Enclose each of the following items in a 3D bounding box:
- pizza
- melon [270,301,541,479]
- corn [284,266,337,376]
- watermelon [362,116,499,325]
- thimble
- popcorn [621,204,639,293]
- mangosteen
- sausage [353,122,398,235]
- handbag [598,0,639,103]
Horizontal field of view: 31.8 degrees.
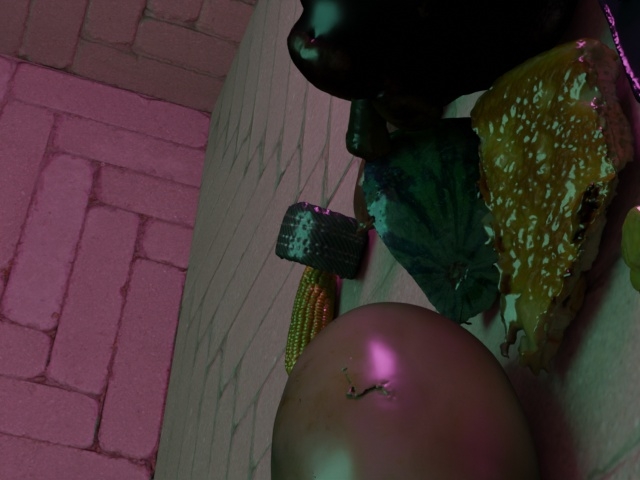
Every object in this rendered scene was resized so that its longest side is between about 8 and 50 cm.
[{"bbox_3d":[0.201,-0.035,0.969,0.189,0.071,0.296,-36,43,50],"label":"pizza"},{"bbox_3d":[0.069,0.189,0.937,0.317,0.223,0.223,-95,24,-56],"label":"melon"},{"bbox_3d":[-0.012,0.122,1.662,0.067,0.067,0.206,126,158,-56],"label":"corn"},{"bbox_3d":[0.117,-0.042,1.144,0.128,0.146,0.231,119,163,-44],"label":"watermelon"},{"bbox_3d":[0.002,0.001,1.617,0.135,0.119,0.090,12,84,66],"label":"thimble"},{"bbox_3d":[0.242,0.004,0.620,0.126,0.145,0.125,-85,-18,-51],"label":"popcorn"},{"bbox_3d":[0.093,-0.263,1.103,0.313,0.297,0.297,-33,5,-15],"label":"mangosteen"},{"bbox_3d":[0.125,-0.202,1.430,0.088,0.088,0.433,-108,36,-66],"label":"sausage"},{"bbox_3d":[0.295,-0.255,0.743,0.269,0.118,0.325,-93,25,-55],"label":"handbag"}]
